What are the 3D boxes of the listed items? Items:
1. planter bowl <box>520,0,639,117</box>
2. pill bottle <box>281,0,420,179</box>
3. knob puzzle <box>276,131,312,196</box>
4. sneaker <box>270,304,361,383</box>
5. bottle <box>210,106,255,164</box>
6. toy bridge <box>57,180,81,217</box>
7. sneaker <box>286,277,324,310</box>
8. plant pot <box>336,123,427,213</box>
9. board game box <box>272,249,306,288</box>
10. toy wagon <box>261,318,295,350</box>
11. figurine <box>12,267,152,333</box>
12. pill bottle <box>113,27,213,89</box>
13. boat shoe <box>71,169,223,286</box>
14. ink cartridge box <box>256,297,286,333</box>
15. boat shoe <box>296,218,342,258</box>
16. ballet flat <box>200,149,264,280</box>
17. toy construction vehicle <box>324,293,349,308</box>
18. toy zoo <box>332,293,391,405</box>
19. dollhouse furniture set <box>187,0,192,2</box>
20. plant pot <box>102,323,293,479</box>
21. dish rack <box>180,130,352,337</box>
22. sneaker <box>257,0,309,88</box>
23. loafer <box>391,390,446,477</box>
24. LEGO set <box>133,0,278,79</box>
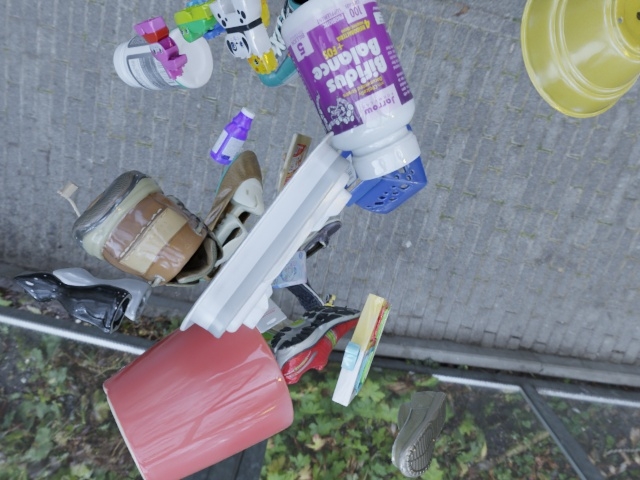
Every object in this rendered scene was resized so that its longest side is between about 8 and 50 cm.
[{"bbox_3d":[0.392,-0.285,0.542,0.217,0.090,0.216,-1,94,-17],"label":"planter bowl"},{"bbox_3d":[0.067,-0.269,0.715,0.169,0.169,0.301,-25,106,8],"label":"pill bottle"},{"bbox_3d":[-0.081,-0.175,1.009,0.030,0.213,0.213,21,104,5],"label":"knob puzzle"},{"bbox_3d":[-0.007,0.227,0.901,0.107,0.279,0.118,5,106,40],"label":"sneaker"},{"bbox_3d":[-0.408,-0.493,1.890,0.092,0.118,0.282,45,112,19],"label":"bottle"},{"bbox_3d":[-0.508,-0.059,0.911,0.063,0.026,0.188,-52,137,-7],"label":"toy bridge"},{"bbox_3d":[-0.057,0.177,1.532,0.234,0.097,0.084,49,125,-2],"label":"sneaker"},{"bbox_3d":[0.179,-0.238,1.329,0.212,0.236,0.235,-1,69,-30],"label":"plant pot"},{"bbox_3d":[-0.081,0.076,1.053,0.090,0.090,0.020,-13,144,16],"label":"board game box"},{"bbox_3d":[-0.209,0.371,1.424,0.267,0.345,0.068,14,113,37],"label":"toy wagon"},{"bbox_3d":[-0.512,0.110,0.884,0.210,0.215,0.092,21,88,-5],"label":"figurine"},{"bbox_3d":[-0.601,-0.676,1.512,0.361,0.204,0.204,12,107,32],"label":"pill bottle"},{"bbox_3d":[-0.195,0.012,0.520,0.120,0.324,0.122,37,83,-6],"label":"boat shoe"},{"bbox_3d":[-0.203,0.247,1.362,0.104,0.181,0.061,-29,139,-27],"label":"ink cartridge box"},{"bbox_3d":[0.000,0.000,1.999,0.285,0.092,0.102,-34,145,-10],"label":"boat shoe"},{"bbox_3d":[-0.208,-0.051,0.942,0.124,0.116,0.342,23,77,33],"label":"ballet flat"},{"bbox_3d":[0.049,0.221,1.226,0.086,0.035,0.098,30,64,-22],"label":"toy construction vehicle"},{"bbox_3d":[0.086,0.202,0.772,0.030,0.293,0.192,19,83,16],"label":"toy zoo"},{"bbox_3d":[-0.258,-0.370,0.551,0.151,0.123,0.143,-13,70,-2],"label":"dollhouse furniture set"},{"bbox_3d":[-0.223,0.276,0.717,0.243,0.275,0.274,-26,105,-29],"label":"plant pot"},{"bbox_3d":[-0.059,0.010,0.574,0.072,0.333,0.285,38,84,-2],"label":"dish rack"},{"bbox_3d":[-0.052,-0.462,0.859,0.302,0.121,0.108,-38,70,28],"label":"sneaker"},{"bbox_3d":[0.213,0.426,0.904,0.092,0.269,0.101,-2,95,32],"label":"loafer"},{"bbox_3d":[-0.109,-0.231,0.466,0.087,0.227,0.093,-46,133,-26],"label":"LEGO set"}]
